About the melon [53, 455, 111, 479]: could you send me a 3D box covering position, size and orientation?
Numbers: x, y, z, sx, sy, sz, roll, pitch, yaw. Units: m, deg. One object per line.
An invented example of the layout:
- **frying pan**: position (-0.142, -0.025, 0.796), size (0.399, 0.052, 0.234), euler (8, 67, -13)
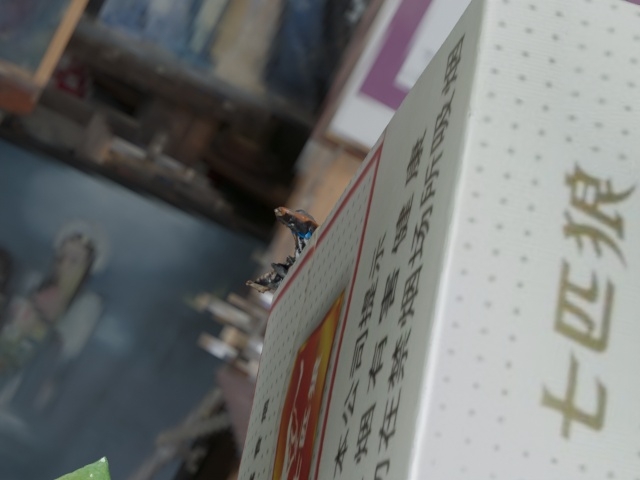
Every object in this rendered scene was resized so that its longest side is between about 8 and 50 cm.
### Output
- **melon**: position (-0.241, 0.245, 1.481), size (0.114, 0.262, 0.053), euler (-6, 65, -36)

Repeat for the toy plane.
- **toy plane**: position (0.003, 0.011, 1.358), size (0.188, 0.135, 0.062), euler (16, 58, -75)

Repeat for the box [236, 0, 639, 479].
- **box**: position (0.038, 0.075, 0.706), size (0.095, 0.210, 0.330), euler (14, -22, -8)
